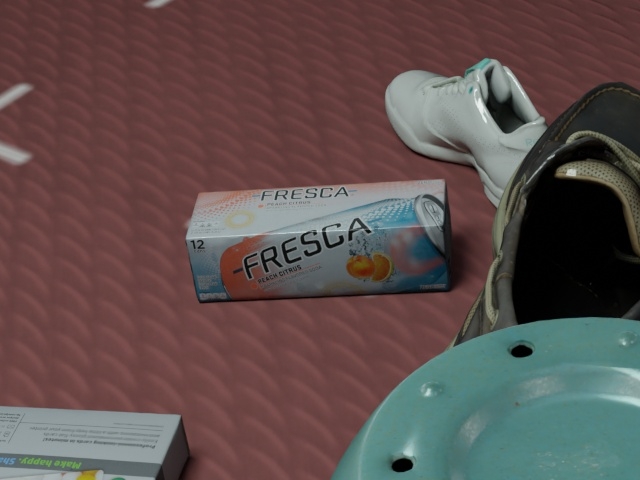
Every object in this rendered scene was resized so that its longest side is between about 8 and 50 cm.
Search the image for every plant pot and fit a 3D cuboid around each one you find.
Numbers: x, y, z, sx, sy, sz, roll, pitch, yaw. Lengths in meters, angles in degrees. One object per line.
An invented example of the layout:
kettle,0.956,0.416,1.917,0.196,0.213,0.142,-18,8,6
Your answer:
plant pot,0.117,0.178,0.703,0.293,0.235,0.293,-6,35,4

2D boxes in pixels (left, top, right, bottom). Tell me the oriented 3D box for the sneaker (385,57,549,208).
sneaker,0.119,-0.102,1.236,0.080,0.094,0.212,-25,37,-20

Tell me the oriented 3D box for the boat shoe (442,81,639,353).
boat shoe,0.174,0.004,1.008,0.132,0.130,0.355,25,45,1

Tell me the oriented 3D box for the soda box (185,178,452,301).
soda box,0.000,0.000,1.146,0.183,0.058,0.063,-4,34,9

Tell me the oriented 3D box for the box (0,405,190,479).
box,-0.172,0.172,0.952,0.145,0.038,0.186,1,36,15
